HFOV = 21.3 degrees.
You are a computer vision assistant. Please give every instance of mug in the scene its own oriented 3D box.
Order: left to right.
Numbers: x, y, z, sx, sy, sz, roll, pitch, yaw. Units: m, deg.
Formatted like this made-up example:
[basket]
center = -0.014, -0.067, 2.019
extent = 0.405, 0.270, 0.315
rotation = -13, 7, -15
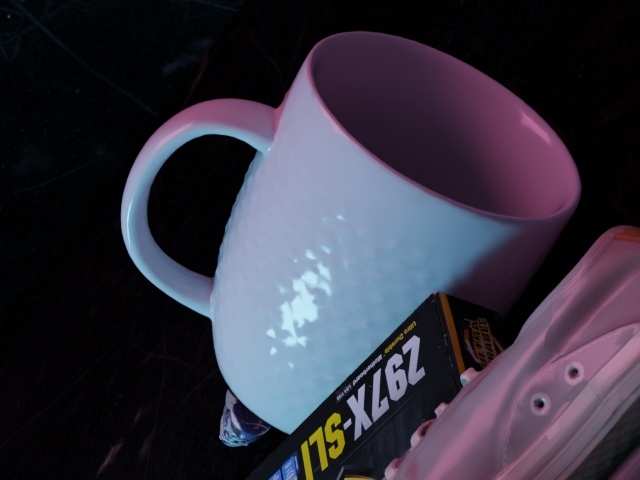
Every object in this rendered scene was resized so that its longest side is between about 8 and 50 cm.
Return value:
[mug]
center = 0.000, 0.000, 1.578
extent = 0.276, 0.374, 0.328
rotation = -90, 25, -56

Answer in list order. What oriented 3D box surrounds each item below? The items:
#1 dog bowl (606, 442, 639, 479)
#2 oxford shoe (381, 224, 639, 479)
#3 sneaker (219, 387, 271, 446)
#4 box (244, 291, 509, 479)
[dog bowl]
center = 0.245, 0.238, 0.997
extent = 0.349, 0.102, 0.348
rotation = -50, 21, 28
[oxford shoe]
center = 0.123, 0.162, 1.186
extent = 0.449, 0.169, 0.130
rotation = -48, 52, 17
[sneaker]
center = -0.092, 0.223, 2.022
extent = 0.135, 0.052, 0.058
rotation = -122, 53, -78
[box]
center = 0.057, 0.238, 1.440
extent = 0.322, 0.079, 0.257
rotation = -47, 37, 35
